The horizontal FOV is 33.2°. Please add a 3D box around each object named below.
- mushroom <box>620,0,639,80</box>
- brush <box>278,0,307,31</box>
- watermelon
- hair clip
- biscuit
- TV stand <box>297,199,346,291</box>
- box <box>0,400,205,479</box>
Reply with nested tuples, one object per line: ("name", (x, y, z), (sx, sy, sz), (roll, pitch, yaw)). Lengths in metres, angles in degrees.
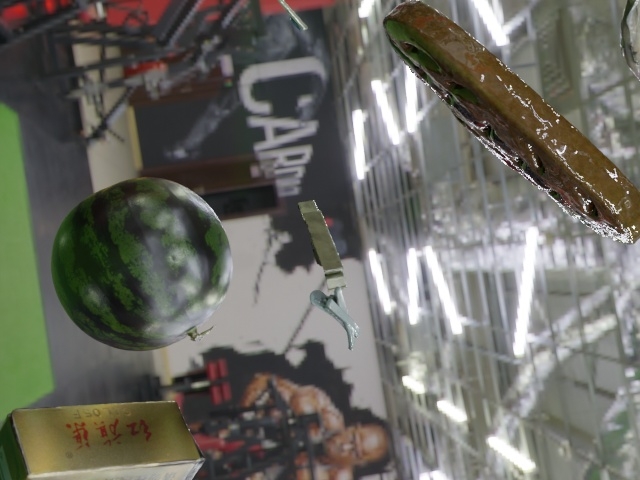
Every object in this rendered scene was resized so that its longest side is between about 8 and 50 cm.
("mushroom", (0.354, -0.169, 1.086), (0.306, 0.068, 0.043), (37, 44, -31))
("brush", (-0.055, -0.406, 1.919), (0.083, 0.013, 0.016), (51, 37, 7))
("watermelon", (-0.258, 0.036, 1.561), (0.269, 0.269, 0.268), (171, -90, -87))
("hair clip", (0.022, 0.097, 1.358), (0.030, 0.039, 0.115), (-54, 141, -21))
("biscuit", (0.212, -0.124, 1.206), (0.367, 0.063, 0.314), (42, 3, 3))
("TV stand", (0.000, 0.000, 1.911), (0.249, 0.036, 0.042), (-111, -170, -53))
("box", (-0.221, 0.234, 0.908), (0.240, 0.159, 0.071), (-56, -130, 33))
